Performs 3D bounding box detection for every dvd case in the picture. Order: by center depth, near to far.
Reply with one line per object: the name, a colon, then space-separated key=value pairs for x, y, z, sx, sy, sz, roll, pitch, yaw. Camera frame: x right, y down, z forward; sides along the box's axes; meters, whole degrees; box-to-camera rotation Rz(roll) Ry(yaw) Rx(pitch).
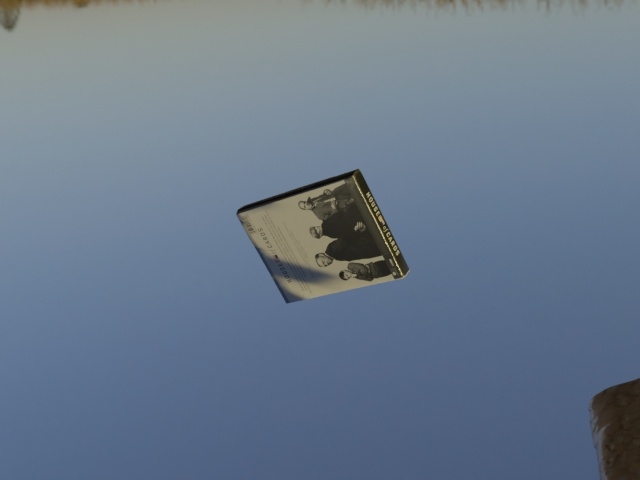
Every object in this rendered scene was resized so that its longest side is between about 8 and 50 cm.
dvd case: x=0.000 y=0.000 z=1.481 sx=0.238 sy=0.179 sz=0.029 roll=-15 pitch=-159 yaw=38

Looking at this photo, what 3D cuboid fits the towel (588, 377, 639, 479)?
towel: x=0.531 y=0.247 z=1.341 sx=0.316 sy=0.053 sz=0.332 roll=-29 pitch=-171 yaw=18
